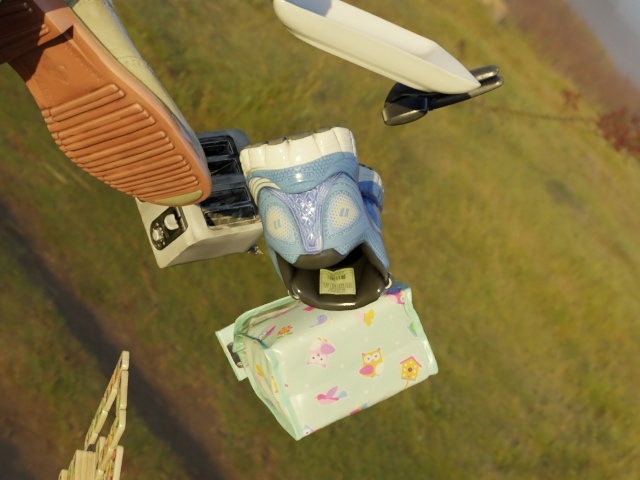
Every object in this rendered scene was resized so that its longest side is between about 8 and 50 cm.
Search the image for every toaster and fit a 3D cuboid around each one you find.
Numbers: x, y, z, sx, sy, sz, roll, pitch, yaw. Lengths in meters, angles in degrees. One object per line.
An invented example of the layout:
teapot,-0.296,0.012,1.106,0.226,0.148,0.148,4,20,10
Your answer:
toaster,-0.164,-0.060,1.681,0.186,0.110,0.168,-10,74,-36

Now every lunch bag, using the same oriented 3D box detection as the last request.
lunch bag,0.007,0.143,1.611,0.262,0.223,0.160,-159,-132,-73

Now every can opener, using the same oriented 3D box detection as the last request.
can opener,0.180,-0.215,1.727,0.059,0.186,0.073,53,24,-61

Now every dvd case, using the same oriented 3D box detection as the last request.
dvd case,-0.102,0.160,1.872,0.119,0.013,0.087,-26,91,-37

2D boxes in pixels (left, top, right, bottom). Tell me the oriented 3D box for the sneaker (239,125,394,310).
sneaker,0.000,0.000,1.108,0.330,0.130,0.147,37,43,-78

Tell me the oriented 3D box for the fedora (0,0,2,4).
fedora,-0.378,-0.303,1.034,0.152,0.334,0.334,20,27,-43

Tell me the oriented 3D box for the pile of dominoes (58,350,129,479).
pile of dominoes,-0.304,0.289,1.541,0.040,0.251,0.196,11,47,-18

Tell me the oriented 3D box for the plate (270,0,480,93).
plate,0.049,-0.265,1.513,0.277,0.045,0.278,20,17,-14

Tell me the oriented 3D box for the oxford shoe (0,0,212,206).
oxford shoe,-0.225,-0.188,1.193,0.397,0.141,0.146,54,36,-42
